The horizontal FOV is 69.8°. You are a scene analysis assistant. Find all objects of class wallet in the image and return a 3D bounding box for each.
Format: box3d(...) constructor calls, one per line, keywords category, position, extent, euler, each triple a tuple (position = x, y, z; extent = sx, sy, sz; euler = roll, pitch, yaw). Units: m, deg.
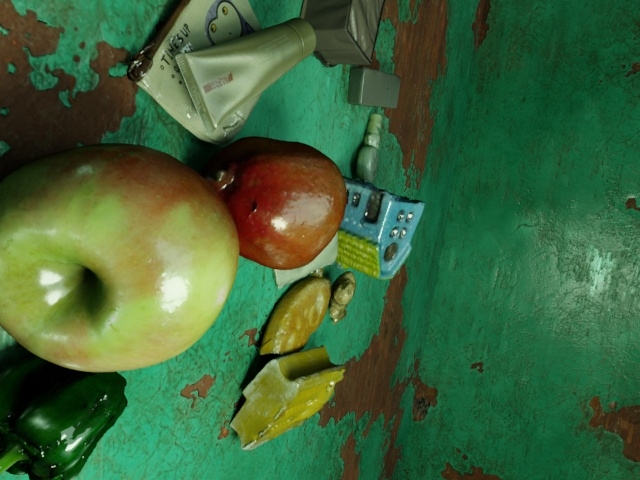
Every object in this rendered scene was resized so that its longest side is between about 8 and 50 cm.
box3d(category="wallet", position=(-0.202, -0.345, 0.874), extent=(0.275, 0.068, 0.335), euler=(51, 55, -53))

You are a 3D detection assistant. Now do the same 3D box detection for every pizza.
box3d(category="pizza", position=(-0.064, 0.225, 1.344), extent=(0.365, 0.074, 0.182), euler=(-52, 140, -44))

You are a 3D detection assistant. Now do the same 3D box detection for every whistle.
box3d(category="whistle", position=(0.166, -0.308, 1.571), extent=(0.126, 0.067, 0.258), euler=(34, 66, -71))

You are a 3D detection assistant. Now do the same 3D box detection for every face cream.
box3d(category="face cream", position=(-0.129, -0.338, 0.877), extent=(0.341, 0.084, 0.137), euler=(-48, 134, -39))

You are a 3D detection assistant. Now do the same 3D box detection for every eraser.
box3d(category="eraser", position=(0.180, -0.497, 1.509), extent=(0.352, 0.077, 0.111), euler=(-22, 122, -58))

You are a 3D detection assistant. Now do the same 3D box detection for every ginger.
box3d(category="ginger", position=(0.069, 0.195, 1.517), extent=(0.333, 0.081, 0.148), euler=(99, -1, -57))

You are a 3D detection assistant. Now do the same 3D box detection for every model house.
box3d(category="model house", position=(0.150, -0.031, 1.437), extent=(0.215, 0.237, 0.303), euler=(-3, 112, -47))

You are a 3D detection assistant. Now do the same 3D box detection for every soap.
box3d(category="soap", position=(-0.086, 0.432, 1.276), extent=(0.259, 0.143, 0.281), euler=(-55, 156, 11))

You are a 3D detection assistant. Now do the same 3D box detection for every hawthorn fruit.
box3d(category="hawthorn fruit", position=(-0.106, -0.078, 0.950), extent=(0.311, 0.295, 0.295), euler=(5, 98, -27))

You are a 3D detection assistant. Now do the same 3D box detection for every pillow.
box3d(category="pillow", position=(-0.037, 0.047, 1.284), extent=(0.229, 0.051, 0.128), euler=(-22, 130, -34))

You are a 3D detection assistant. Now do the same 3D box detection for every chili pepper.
box3d(category="chili pepper", position=(-0.407, 0.268, 0.645), extent=(0.261, 0.174, 0.165), euler=(-48, 165, -45))

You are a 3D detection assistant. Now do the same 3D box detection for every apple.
box3d(category="apple", position=(-0.275, 0.015, 0.645), extent=(0.277, 0.319, 0.319), euler=(-86, 176, -68))

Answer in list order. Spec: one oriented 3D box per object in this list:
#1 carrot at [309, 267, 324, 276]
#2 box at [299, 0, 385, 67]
box3d(category="carrot", position=(-0.001, 0.000, 1.378), extent=(0.069, 0.069, 0.228), euler=(-2, 105, -61))
box3d(category="box", position=(0.064, -0.604, 1.173), extent=(0.188, 0.153, 0.252), euler=(18, 86, -61))
